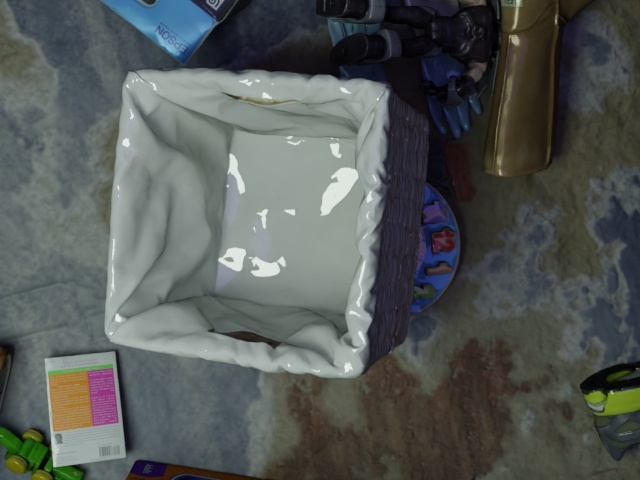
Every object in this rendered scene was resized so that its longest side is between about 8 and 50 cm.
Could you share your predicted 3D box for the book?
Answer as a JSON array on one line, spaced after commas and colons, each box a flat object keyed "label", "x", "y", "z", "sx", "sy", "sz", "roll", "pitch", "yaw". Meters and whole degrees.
[{"label": "book", "x": -0.317, "y": 0.227, "z": 1.366, "sx": 0.096, "sy": 0.035, "sz": 0.144, "roll": -5, "pitch": 80, "yaw": -14}]

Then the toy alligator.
[{"label": "toy alligator", "x": -0.366, "y": 0.314, "z": 1.380, "sx": 0.190, "sy": 0.056, "sz": 0.051, "roll": 33, "pitch": 135, "yaw": -10}]

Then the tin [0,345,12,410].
[{"label": "tin", "x": -0.449, "y": 0.230, "z": 1.343, "sx": 0.040, "sy": 0.106, "sz": 0.189, "roll": 14, "pitch": 92, "yaw": -11}]

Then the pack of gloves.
[{"label": "pack of gloves", "x": 0.112, "y": -0.239, "z": 1.394, "sx": 0.195, "sy": 0.046, "sz": 0.232, "roll": -13, "pitch": 92, "yaw": -17}]

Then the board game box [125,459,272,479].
[{"label": "board game box", "x": -0.104, "y": 0.511, "z": 1.242, "sx": 0.356, "sy": 0.356, "sz": 0.356, "roll": 10, "pitch": 92, "yaw": -3}]

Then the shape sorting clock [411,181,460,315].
[{"label": "shape sorting clock", "x": 0.088, "y": 0.007, "z": 1.371, "sx": 0.206, "sy": 0.040, "sz": 0.206, "roll": 0, "pitch": 91, "yaw": -10}]

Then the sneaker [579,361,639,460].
[{"label": "sneaker", "x": 0.514, "y": 0.222, "z": 1.401, "sx": 0.300, "sy": 0.111, "sz": 0.121, "roll": -10, "pitch": 103, "yaw": 3}]

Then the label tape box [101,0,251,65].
[{"label": "label tape box", "x": -0.163, "y": -0.437, "z": 1.332, "sx": 0.249, "sy": 0.115, "sz": 0.347, "roll": 38, "pitch": 94, "yaw": -3}]

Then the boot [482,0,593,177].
[{"label": "boot", "x": 0.306, "y": -0.237, "z": 1.367, "sx": 0.236, "sy": 0.089, "sz": 0.269, "roll": -14, "pitch": 113, "yaw": -36}]

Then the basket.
[{"label": "basket", "x": -0.051, "y": -0.022, "z": 1.229, "sx": 0.328, "sy": 0.266, "sz": 0.331, "roll": 6, "pitch": 91, "yaw": 20}]

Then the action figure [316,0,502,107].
[{"label": "action figure", "x": 0.142, "y": -0.274, "z": 1.332, "sx": 0.285, "sy": 0.099, "sz": 0.185, "roll": -2, "pitch": 82, "yaw": -31}]
